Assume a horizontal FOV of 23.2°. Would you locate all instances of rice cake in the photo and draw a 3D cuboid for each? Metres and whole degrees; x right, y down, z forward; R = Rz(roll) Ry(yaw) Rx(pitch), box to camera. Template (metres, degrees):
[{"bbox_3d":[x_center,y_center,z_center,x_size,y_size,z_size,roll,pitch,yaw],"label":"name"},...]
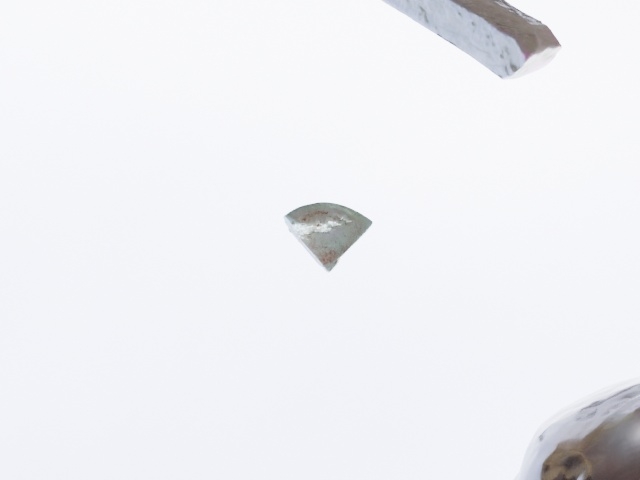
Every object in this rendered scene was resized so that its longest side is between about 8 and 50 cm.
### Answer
[{"bbox_3d":[0.100,-0.273,1.667,0.070,0.064,0.399,-16,-140,-35],"label":"rice cake"}]

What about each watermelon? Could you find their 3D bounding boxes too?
[{"bbox_3d":[0.000,0.000,1.436,0.085,0.085,0.061,-3,-119,-13],"label":"watermelon"}]

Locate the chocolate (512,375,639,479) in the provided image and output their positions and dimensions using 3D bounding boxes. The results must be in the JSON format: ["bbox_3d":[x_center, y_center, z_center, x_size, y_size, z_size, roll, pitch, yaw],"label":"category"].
[{"bbox_3d":[0.265,0.244,0.928,0.331,0.383,0.383,-15,-125,-7],"label":"chocolate"}]
